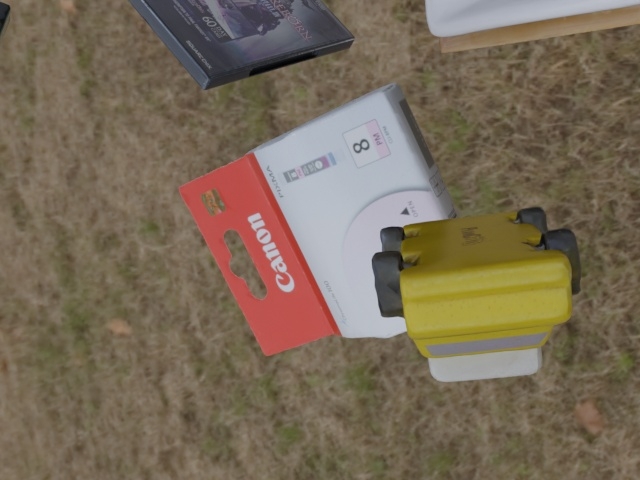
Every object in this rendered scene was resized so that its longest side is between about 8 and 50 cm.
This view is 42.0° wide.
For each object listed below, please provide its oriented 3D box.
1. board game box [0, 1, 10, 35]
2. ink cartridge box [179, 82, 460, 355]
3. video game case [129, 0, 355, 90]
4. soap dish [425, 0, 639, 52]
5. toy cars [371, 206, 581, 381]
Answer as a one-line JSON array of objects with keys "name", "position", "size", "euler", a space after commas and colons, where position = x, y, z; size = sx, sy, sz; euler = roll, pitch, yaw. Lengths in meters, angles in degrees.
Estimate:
[{"name": "board game box", "position": [-0.369, -0.158, 0.874], "size": [0.186, 0.026, 0.126], "euler": [-69, 22, 1]}, {"name": "ink cartridge box", "position": [0.000, 0.000, 0.710], "size": [0.232, 0.066, 0.189], "euler": [-23, 100, 21]}, {"name": "video game case", "position": [-0.105, -0.303, 1.103], "size": [0.196, 0.274, 0.026], "euler": [50, 138, 14]}, {"name": "soap dish", "position": [0.211, -0.287, 0.699], "size": [0.290, 0.118, 0.229], "euler": [10, 105, 58]}, {"name": "toy cars", "position": [0.148, 0.038, 0.388], "size": [0.393, 0.176, 0.087], "euler": [3, 104, 55]}]
